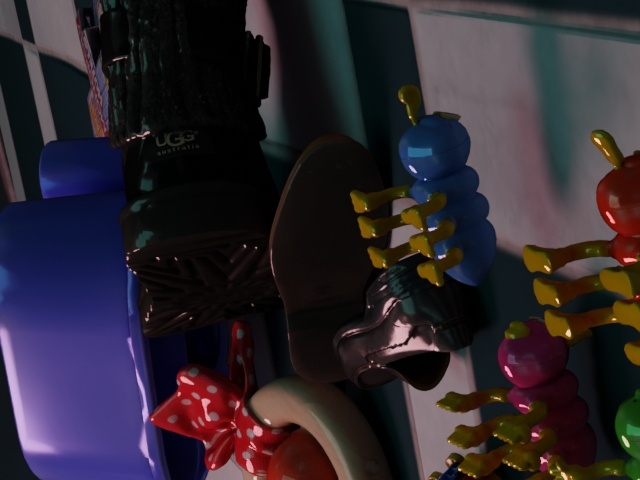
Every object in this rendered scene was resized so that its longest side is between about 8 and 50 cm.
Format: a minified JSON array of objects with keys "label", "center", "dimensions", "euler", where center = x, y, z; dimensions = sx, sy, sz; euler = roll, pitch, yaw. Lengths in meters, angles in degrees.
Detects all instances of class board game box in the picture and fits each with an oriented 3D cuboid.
[{"label":"board game box","center":[-0.193,-0.159,1.766],"dimensions":[0.194,0.060,0.194],"euler":[132,123,-71]}]

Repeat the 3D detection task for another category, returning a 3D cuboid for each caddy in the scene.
[{"label":"caddy","center":[-0.152,0.064,1.569],"dimensions":[0.241,0.179,0.341],"euler":[-70,-21,-56]}]

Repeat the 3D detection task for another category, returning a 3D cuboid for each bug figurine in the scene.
[{"label":"bug figurine","center":[0.112,0.038,0.834],"dimensions":[0.279,0.072,0.216],"euler":[23,132,66]}]

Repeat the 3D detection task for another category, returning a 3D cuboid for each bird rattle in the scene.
[{"label":"bird rattle","center":[-0.011,0.175,1.365],"dimensions":[0.207,0.143,0.254],"euler":[-26,75,54]}]

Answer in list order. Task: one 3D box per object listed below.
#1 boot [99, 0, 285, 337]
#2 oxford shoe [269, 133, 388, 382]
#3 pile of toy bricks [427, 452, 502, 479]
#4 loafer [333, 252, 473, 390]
[{"label":"boot","center":[-0.091,-0.083,1.331],"dimensions":[0.348,0.131,0.260],"euler":[96,163,-73]},{"label":"oxford shoe","center":[0.000,0.000,1.206],"dimensions":[0.212,0.076,0.076],"euler":[95,170,-47]},{"label":"pile of toy bricks","center":[0.069,0.224,1.132],"dimensions":[0.105,0.118,0.212],"euler":[40,147,6]},{"label":"loafer","center":[0.050,0.065,1.104],"dimensions":[0.170,0.062,0.061],"euler":[111,137,-67]}]
